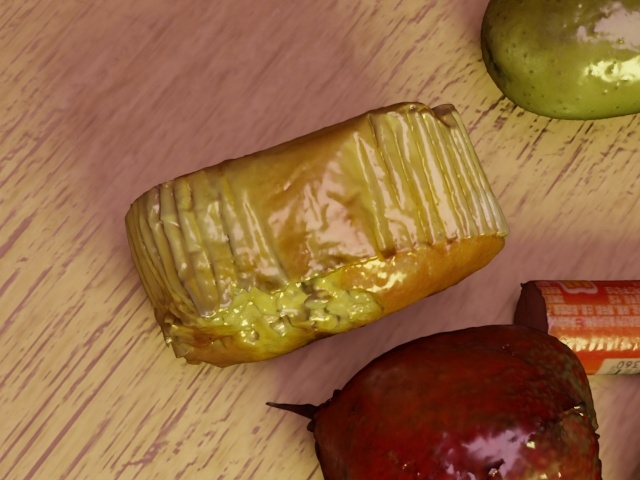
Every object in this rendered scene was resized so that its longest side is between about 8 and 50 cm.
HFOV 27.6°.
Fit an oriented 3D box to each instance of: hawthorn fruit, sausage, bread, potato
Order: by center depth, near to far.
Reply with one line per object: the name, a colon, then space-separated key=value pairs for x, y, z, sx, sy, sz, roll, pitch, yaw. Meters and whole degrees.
hawthorn fruit: x=0.076 y=0.142 z=0.894 sx=0.235 sy=0.181 sz=0.181 roll=6 pitch=74 yaw=14
bread: x=0.000 y=0.000 z=0.899 sx=0.250 sy=0.179 sz=0.133 roll=-17 pitch=84 yaw=-14
sausage: x=0.285 y=0.063 z=0.988 sx=0.274 sy=0.074 sz=0.074 roll=-1 pitch=76 yaw=-11
potato: x=0.246 y=-0.168 z=1.009 sx=0.248 sy=0.143 sz=0.169 roll=-13 pitch=40 yaw=-9
